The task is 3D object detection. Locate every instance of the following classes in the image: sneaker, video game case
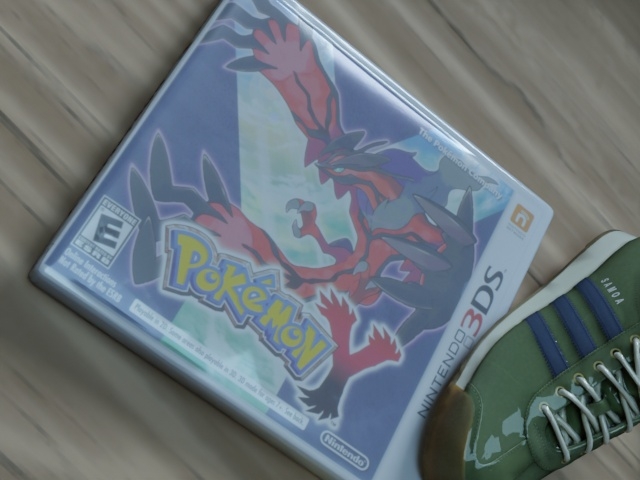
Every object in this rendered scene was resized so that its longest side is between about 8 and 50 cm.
[{"bbox_3d":[0.134,0.057,0.506,0.192,0.086,0.064,-41,119,-32],"label":"sneaker"},{"bbox_3d":[0.000,0.000,0.502,0.201,0.023,0.183,36,64,-14],"label":"video game case"}]
